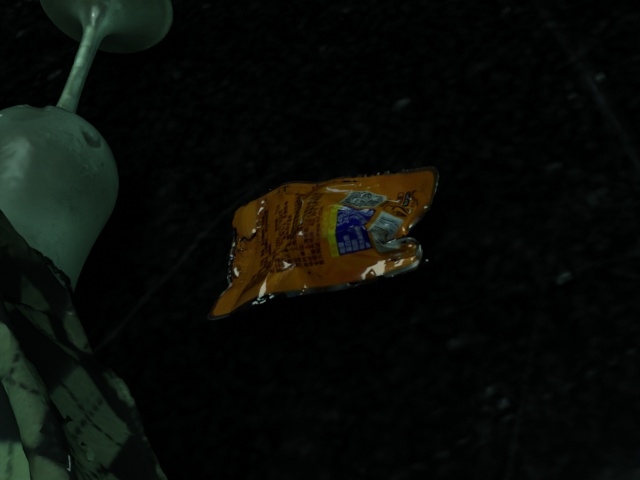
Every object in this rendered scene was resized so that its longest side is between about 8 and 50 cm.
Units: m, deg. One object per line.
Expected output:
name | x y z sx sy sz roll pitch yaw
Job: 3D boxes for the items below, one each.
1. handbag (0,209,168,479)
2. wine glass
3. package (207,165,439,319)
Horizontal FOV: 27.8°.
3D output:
handbag | -0.219 0.179 0.407 0.416 0.180 0.317 -42 40 -6
wine glass | -0.132 -0.056 0.651 0.079 0.079 0.195 -6 50 20
package | 0.000 -0.001 0.576 0.110 0.033 0.077 -9 59 24
